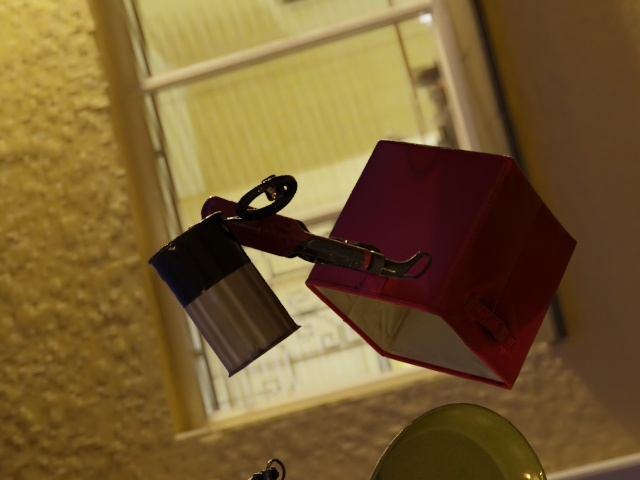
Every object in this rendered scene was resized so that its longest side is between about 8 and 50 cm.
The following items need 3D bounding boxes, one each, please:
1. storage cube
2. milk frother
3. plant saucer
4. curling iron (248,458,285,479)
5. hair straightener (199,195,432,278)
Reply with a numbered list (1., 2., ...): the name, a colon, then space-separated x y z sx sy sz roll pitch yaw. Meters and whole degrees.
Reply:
1. storage cube: 0.133 0.023 1.607 0.183 0.215 0.193 44 -113 -44
2. milk frother: -0.059 0.029 1.367 0.135 0.143 0.129 55 -155 1
3. plant saucer: 0.114 0.263 1.281 0.241 0.037 0.241 5 -98 -39
4. curling iron: 0.035 0.312 1.603 0.274 0.035 0.068 32 -160 -23
5. hair straightener: 0.000 0.000 1.448 0.089 0.230 0.047 16 -95 -75
